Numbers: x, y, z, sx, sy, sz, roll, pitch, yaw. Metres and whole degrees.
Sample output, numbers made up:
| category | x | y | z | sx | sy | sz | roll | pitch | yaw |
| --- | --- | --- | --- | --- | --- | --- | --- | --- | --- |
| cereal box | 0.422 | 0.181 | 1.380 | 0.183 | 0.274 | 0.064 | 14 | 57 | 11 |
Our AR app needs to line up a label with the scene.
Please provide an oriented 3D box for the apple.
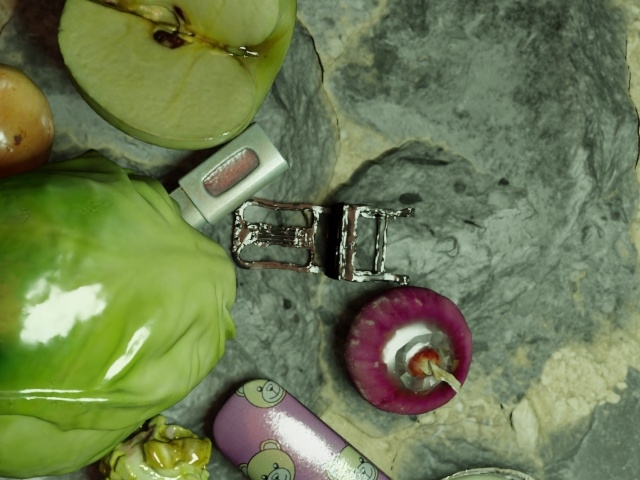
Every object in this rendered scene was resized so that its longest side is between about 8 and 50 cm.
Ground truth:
| category | x | y | z | sx | sy | sz | roll | pitch | yaw |
| --- | --- | --- | --- | --- | --- | --- | --- | --- | --- |
| apple | -0.172 | -0.267 | 1.427 | 0.257 | 0.233 | 0.295 | 21 | 99 | 8 |

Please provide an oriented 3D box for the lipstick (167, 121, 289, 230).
| category | x | y | z | sx | sy | sz | roll | pitch | yaw |
| --- | --- | --- | --- | --- | --- | --- | --- | --- | --- |
| lipstick | -0.163 | -0.054 | 1.509 | 0.253 | 0.077 | 0.079 | -36 | 90 | 0 |

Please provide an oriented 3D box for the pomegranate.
| category | x | y | z | sx | sy | sz | roll | pitch | yaw |
| --- | --- | --- | --- | --- | --- | --- | --- | --- | --- |
| pomegranate | -0.425 | -0.135 | 1.428 | 0.191 | 0.191 | 0.191 | 0 | 92 | -6 |

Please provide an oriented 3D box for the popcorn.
| category | x | y | z | sx | sy | sz | roll | pitch | yaw |
| --- | --- | --- | --- | --- | --- | --- | --- | --- | --- |
| popcorn | -0.218 | 0.300 | 1.492 | 0.145 | 0.126 | 0.126 | 15 | 101 | 12 |

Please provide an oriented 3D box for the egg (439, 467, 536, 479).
| category | x | y | z | sx | sy | sz | roll | pitch | yaw |
| --- | --- | --- | --- | --- | --- | --- | --- | --- | --- |
| egg | 0.224 | 0.452 | 1.498 | 0.286 | 0.174 | 0.264 | -5 | 101 | -16 |

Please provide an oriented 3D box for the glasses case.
| category | x | y | z | sx | sy | sz | roll | pitch | yaw |
| --- | --- | --- | --- | --- | --- | --- | --- | --- | --- |
| glasses case | -0.008 | 0.316 | 1.536 | 0.316 | 0.076 | 0.123 | 42 | 86 | -7 |

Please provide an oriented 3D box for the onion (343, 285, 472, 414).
| category | x | y | z | sx | sy | sz | roll | pitch | yaw |
| --- | --- | --- | --- | --- | --- | --- | --- | --- | --- |
| onion | 0.117 | 0.148 | 1.512 | 0.177 | 0.153 | 0.177 | 0 | 86 | 7 |

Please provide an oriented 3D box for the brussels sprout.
| category | x | y | z | sx | sy | sz | roll | pitch | yaw |
| --- | --- | --- | --- | --- | --- | --- | --- | --- | --- |
| brussels sprout | -0.340 | 0.098 | 1.314 | 0.425 | 0.361 | 0.342 | -38 | 80 | 14 |

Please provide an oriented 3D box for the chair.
| category | x | y | z | sx | sy | sz | roll | pitch | yaw |
| --- | --- | --- | --- | --- | --- | --- | --- | --- | --- |
| chair | 0.000 | 0.000 | 1.517 | 0.229 | 0.113 | 0.106 | 4 | 89 | -10 |
